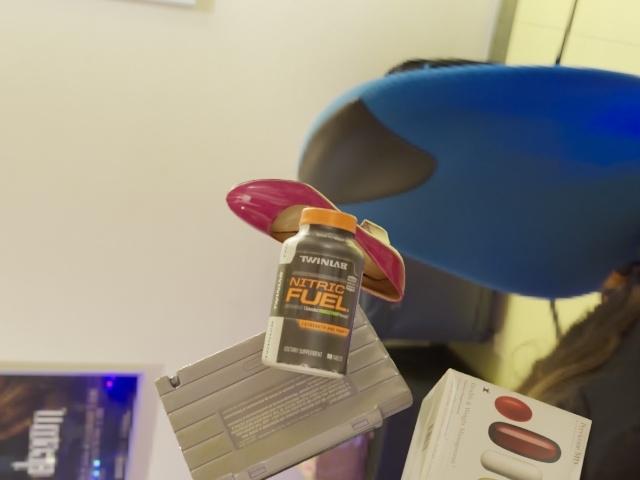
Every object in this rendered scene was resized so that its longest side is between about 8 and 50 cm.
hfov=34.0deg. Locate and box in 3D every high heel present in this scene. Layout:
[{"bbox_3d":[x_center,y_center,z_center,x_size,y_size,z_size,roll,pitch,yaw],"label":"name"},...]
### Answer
[{"bbox_3d":[0.000,0.000,1.981,0.127,0.377,0.181,-59,28,30],"label":"high heel"}]

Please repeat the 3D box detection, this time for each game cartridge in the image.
[{"bbox_3d":[-0.060,0.243,1.638,0.068,0.355,0.230,79,165,-53],"label":"game cartridge"}]

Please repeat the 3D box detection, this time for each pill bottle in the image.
[{"bbox_3d":[-0.006,0.077,1.576,0.130,0.130,0.245,168,114,-66],"label":"pill bottle"}]

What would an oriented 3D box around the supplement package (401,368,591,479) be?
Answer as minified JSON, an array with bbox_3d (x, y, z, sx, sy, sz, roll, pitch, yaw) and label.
[{"bbox_3d":[0.225,0.311,1.401,0.149,0.203,0.194,111,178,-63],"label":"supplement package"}]
